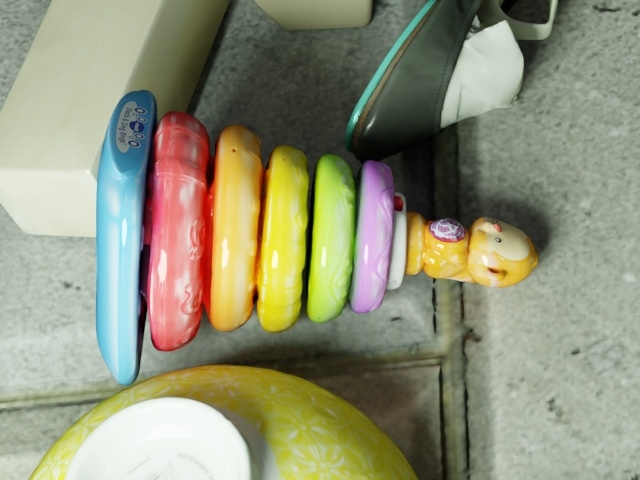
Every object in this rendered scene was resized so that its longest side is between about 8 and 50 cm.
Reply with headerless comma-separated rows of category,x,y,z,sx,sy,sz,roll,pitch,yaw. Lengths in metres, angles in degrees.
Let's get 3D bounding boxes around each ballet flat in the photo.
ballet flat,0.118,-0.160,1.319,0.096,0.095,0.280,22,63,14

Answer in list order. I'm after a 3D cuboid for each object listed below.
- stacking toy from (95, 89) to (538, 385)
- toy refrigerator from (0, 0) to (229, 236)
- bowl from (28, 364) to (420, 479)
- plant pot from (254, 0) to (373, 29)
stacking toy,0.000,0.000,1.213,0.302,0.165,0.175,4,32,-2
toy refrigerator,-0.157,-0.133,1.373,0.102,0.094,0.269,2,56,24
bowl,-0.079,0.182,1.090,0.290,0.156,0.289,-7,54,10
plant pot,-0.002,-0.223,1.389,0.109,0.096,0.109,-1,56,14
